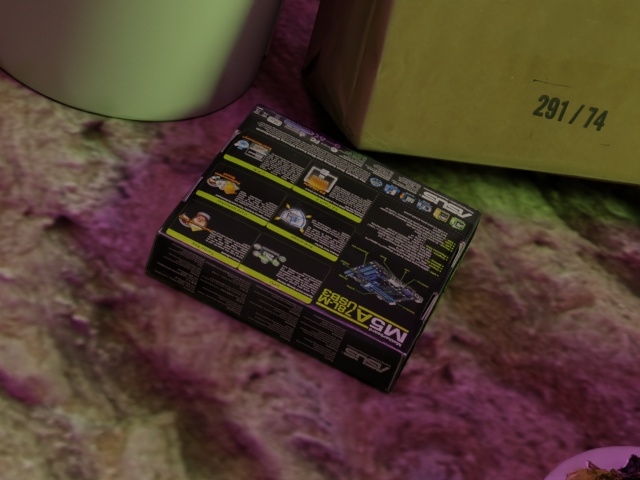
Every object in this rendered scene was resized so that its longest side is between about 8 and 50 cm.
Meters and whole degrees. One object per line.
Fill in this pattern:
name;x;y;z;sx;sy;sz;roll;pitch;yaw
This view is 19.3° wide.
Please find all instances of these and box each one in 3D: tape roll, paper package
tape roll;-0.140;-0.232;1.433;0.246;0.169;0.246;12;40;-10
paper package;0.179;-0.209;1.424;0.324;0.310;0.168;5;27;-18

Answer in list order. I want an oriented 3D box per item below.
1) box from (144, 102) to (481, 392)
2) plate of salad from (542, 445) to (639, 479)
box;0.000;0.000;1.328;0.190;0.045;0.184;26;42;5
plate of salad;0.229;0.201;1.196;0.199;0.048;0.200;12;40;-10
